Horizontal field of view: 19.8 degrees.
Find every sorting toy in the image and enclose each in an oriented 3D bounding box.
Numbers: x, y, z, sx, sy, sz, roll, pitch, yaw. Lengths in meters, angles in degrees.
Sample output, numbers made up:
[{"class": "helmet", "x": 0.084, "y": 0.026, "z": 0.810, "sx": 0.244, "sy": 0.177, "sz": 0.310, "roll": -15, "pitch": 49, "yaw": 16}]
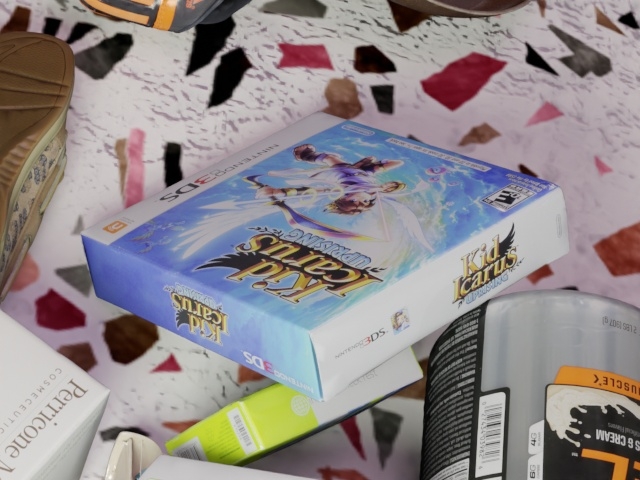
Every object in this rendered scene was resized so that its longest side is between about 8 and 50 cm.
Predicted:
[{"class": "sorting toy", "x": -0.112, "y": 0.185, "z": 1.283, "sx": 0.075, "sy": 0.045, "sz": 0.083, "roll": 13, "pitch": 51, "yaw": -20}]

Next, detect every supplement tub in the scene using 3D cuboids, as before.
[{"class": "supplement tub", "x": 0.160, "y": 0.209, "z": 1.260, "sx": 0.193, "sy": 0.193, "sz": 0.316, "roll": 13, "pitch": 54, "yaw": -10}]

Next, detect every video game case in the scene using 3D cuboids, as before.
[{"class": "video game case", "x": 0.000, "y": 0.000, "z": 1.341, "sx": 0.244, "sy": 0.061, "sz": 0.269, "roll": -30, "pitch": 33, "yaw": -32}]

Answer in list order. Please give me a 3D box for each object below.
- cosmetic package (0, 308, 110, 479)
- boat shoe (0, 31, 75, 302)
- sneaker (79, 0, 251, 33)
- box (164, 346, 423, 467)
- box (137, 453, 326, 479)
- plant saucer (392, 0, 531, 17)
[{"class": "cosmetic package", "x": -0.345, "y": 0.088, "z": 1.199, "sx": 0.365, "sy": 0.155, "sz": 0.197, "roll": 34, "pitch": 50, "yaw": 7}, {"class": "boat shoe", "x": -0.252, "y": -0.042, "z": 1.372, "sx": 0.104, "sy": 0.089, "sz": 0.285, "roll": 10, "pitch": 49, "yaw": 8}, {"class": "sneaker", "x": -0.105, "y": -0.305, "z": 1.584, "sx": 0.180, "sy": 0.124, "sz": 0.321, "roll": 21, "pitch": 63, "yaw": -8}, {"class": "box", "x": -0.011, "y": 0.117, "z": 1.303, "sx": 0.178, "sy": 0.109, "sz": 0.042, "roll": -20, "pitch": 81, "yaw": -40}, {"class": "box", "x": -0.039, "y": 0.220, "z": 1.169, "sx": 0.103, "sy": 0.203, "sz": 0.114, "roll": -48, "pitch": 125, "yaw": -36}, {"class": "plant saucer", "x": 0.066, "y": -0.311, "z": 1.631, "sx": 0.310, "sy": 0.050, "sz": 0.311, "roll": 23, "pitch": 46, "yaw": -26}]
